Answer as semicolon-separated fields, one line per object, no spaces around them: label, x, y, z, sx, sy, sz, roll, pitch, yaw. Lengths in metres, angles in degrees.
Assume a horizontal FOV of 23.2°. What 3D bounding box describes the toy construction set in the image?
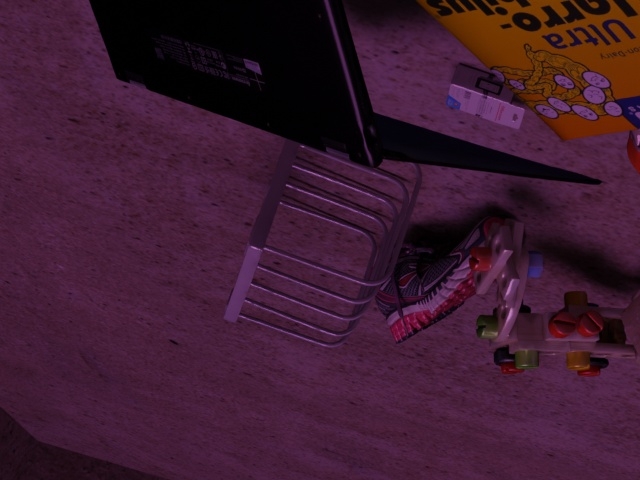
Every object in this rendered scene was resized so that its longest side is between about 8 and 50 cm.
toy construction set;0.316;0.090;1.866;0.328;0.151;0.215;18;162;-10

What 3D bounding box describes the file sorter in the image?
file sorter;0.000;0.000;1.956;0.173;0.192;0.277;20;157;-3

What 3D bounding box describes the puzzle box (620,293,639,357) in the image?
puzzle box;0.475;0.024;1.257;0.409;0.052;0.272;12;132;-33

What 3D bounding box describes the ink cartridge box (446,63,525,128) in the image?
ink cartridge box;0.179;-0.153;1.658;0.083;0.028;0.048;20;157;6

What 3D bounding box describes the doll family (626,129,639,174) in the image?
doll family;0.378;-0.050;1.506;0.118;0.263;0.163;-22;124;8

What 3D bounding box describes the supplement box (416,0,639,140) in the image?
supplement box;0.185;-0.261;1.203;0.356;0.195;0.194;38;153;-32

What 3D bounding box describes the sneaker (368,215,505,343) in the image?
sneaker;0.147;0.038;2.011;0.112;0.121;0.299;59;146;7

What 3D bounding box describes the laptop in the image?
laptop;-0.006;-0.206;1.348;0.382;0.236;0.407;22;138;48
